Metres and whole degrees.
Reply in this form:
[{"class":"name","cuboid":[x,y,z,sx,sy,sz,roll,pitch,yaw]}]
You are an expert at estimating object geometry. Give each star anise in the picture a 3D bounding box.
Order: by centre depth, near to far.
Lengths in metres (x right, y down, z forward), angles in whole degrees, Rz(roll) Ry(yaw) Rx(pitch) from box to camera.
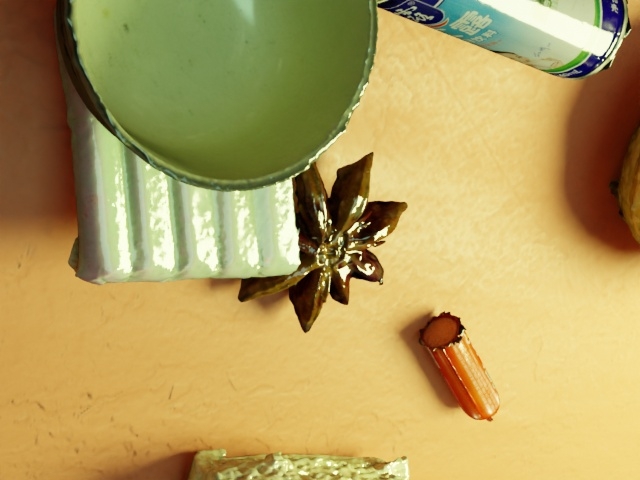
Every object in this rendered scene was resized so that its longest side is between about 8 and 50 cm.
[{"class":"star anise","cuboid":[0.000,0.000,0.862,0.167,0.057,0.168,-14,117,-30]}]

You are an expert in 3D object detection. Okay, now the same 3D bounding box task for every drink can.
[{"class":"drink can","cuboid":[0.140,-0.202,0.841,0.235,0.097,0.097,13,103,-37]}]

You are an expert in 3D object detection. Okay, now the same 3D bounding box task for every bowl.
[{"class":"bowl","cuboid":[-0.076,-0.138,0.667,0.211,0.112,0.211,-3,95,-30]}]

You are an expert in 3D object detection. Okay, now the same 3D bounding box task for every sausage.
[{"class":"sausage","cuboid":[0.144,0.133,1.023,0.145,0.050,0.048,58,34,-35]}]

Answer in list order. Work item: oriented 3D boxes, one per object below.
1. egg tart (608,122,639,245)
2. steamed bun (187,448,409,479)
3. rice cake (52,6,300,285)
[{"class":"egg tart","cuboid":[0.402,-0.067,1.063,0.290,0.115,0.290,-15,119,-30]},{"class":"steamed bun","cuboid":[0.004,0.277,0.918,0.225,0.170,0.200,-4,108,-34]},{"class":"rice cake","cuboid":[-0.099,-0.066,0.751,0.189,0.037,0.198,-2,99,-31]}]
